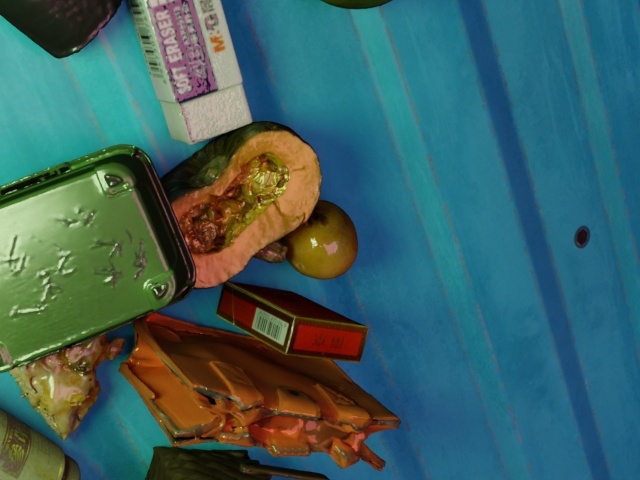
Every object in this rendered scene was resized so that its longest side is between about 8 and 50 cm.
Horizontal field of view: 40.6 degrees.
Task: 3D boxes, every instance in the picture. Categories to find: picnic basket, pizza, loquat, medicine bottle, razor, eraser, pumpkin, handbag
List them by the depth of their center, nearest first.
[{"bbox_3d":[-0.412,-0.407,1.151,0.327,0.107,0.189,44,77,-34],"label":"razor"},{"bbox_3d":[-0.507,0.301,1.233,0.151,0.151,0.322,-52,124,-12],"label":"medicine bottle"},{"bbox_3d":[-0.392,0.162,1.327,0.189,0.071,0.297,15,94,-37],"label":"pizza"},{"bbox_3d":[-0.205,-0.303,1.330,0.130,0.086,0.287,-24,114,-26],"label":"eraser"},{"bbox_3d":[-0.102,0.244,1.404,0.410,0.303,0.116,17,97,-36],"label":"handbag"},{"bbox_3d":[-0.138,-0.043,1.409,0.317,0.139,0.222,-42,119,-20],"label":"pumpkin"},{"bbox_3d":[-0.145,0.491,1.442,0.321,0.291,0.254,16,92,-24],"label":"picnic basket"},{"bbox_3d":[0.000,0.000,1.519,0.141,0.141,0.141,-9,107,-32],"label":"loquat"}]

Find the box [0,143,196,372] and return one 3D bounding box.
[{"bbox_3d":[-0.353,0.026,1.185,0.329,0.178,0.252,-23,97,-8],"label":"box"}]

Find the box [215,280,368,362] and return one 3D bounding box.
[{"bbox_3d":[-0.052,0.135,1.447,0.153,0.240,0.074,7,98,-35],"label":"box"}]

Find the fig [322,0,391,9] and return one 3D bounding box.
[{"bbox_3d":[0.059,-0.465,1.422,0.181,0.191,0.181,-52,157,-33],"label":"fig"}]
